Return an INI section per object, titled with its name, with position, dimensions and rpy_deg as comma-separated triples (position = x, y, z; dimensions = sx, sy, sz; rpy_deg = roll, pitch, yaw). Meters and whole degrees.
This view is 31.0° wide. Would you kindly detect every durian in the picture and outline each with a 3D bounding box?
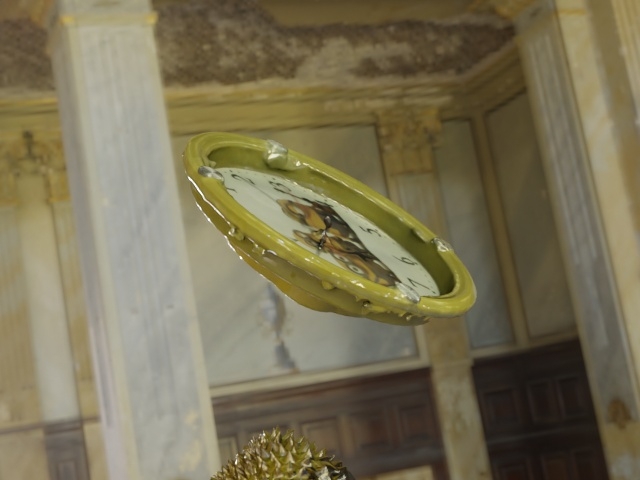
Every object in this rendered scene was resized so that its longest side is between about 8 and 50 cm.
[durian]
position = -0.016, 0.282, 1.178
dimensions = 0.138, 0.193, 0.237
rpy_deg = -16, 11, 26

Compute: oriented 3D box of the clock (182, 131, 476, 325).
[clock]
position = 0.000, 0.000, 0.830
dimensions = 0.237, 0.237, 0.057
rpy_deg = 3, -58, -54
